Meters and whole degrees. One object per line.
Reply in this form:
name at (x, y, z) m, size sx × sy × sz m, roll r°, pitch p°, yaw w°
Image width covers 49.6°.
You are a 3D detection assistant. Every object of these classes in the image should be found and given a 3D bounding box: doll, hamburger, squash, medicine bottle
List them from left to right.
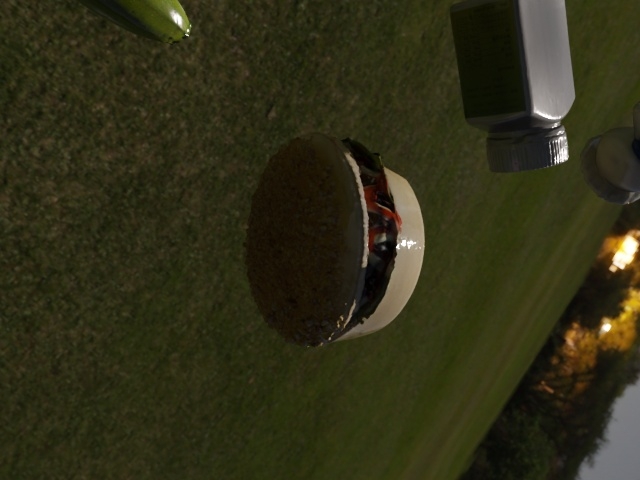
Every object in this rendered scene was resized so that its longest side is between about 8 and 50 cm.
squash at (-0.186, -0.223, 0.540) m, size 0.201 × 0.066 × 0.066 m, roll 33°, pitch 91°, yaw -35°
hamburger at (0.000, 0.000, 0.942) m, size 0.170 × 0.302 × 0.301 m, roll 5°, pitch 121°, yaw -36°
medicine bottle at (0.219, -0.176, 0.767) m, size 0.132 × 0.088 × 0.188 m, roll -24°, pitch 107°, yaw -46°
doll at (0.478, -0.133, 0.992) m, size 0.119 × 0.138 × 0.293 m, roll -57°, pitch -178°, yaw -20°
